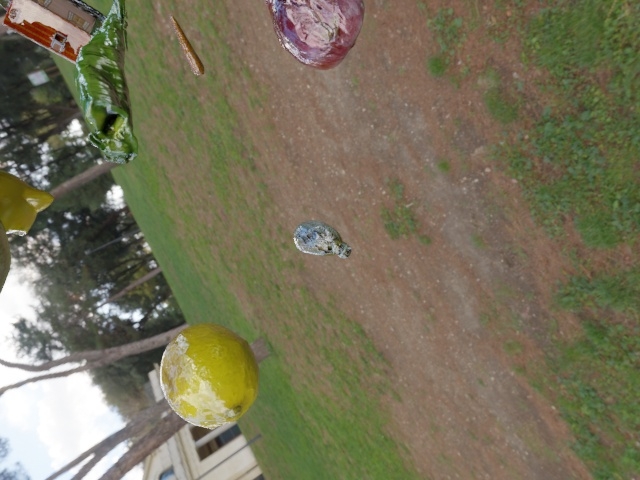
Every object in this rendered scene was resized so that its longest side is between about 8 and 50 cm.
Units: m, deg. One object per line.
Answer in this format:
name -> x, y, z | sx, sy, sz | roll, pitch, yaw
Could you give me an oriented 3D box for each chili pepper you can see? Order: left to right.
chili pepper -> -0.278, -0.234, 0.575 | 0.084, 0.077, 0.359 | 73, 175, -51

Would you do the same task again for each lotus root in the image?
lotus root -> -0.001, -0.002, 0.996 | 0.165, 0.088, 0.088 | 20, 139, 46

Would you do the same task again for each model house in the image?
model house -> -0.743, -0.574, 1.214 | 0.294, 0.153, 0.207 | 26, 151, -36

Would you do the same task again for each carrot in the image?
carrot -> -0.471, -0.683, 1.549 | 0.216, 0.048, 0.048 | 64, 164, -21

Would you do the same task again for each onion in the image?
onion -> -0.042, -0.554, 1.097 | 0.284, 0.120, 0.227 | 30, 126, -1

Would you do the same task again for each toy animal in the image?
toy animal -> -0.573, -0.085, 0.702 | 0.156, 0.156, 0.230 | 50, -172, 33

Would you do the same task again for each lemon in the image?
lemon -> -0.271, 0.323, 1.082 | 0.288, 0.234, 0.233 | 31, 148, 40

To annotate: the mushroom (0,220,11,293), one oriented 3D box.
mushroom -> -0.525, 0.054, 0.577 | 0.189, 0.253, 0.195 | 43, 159, 0
